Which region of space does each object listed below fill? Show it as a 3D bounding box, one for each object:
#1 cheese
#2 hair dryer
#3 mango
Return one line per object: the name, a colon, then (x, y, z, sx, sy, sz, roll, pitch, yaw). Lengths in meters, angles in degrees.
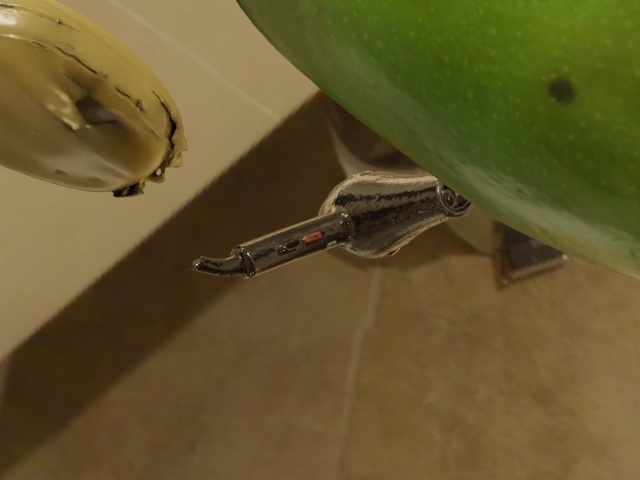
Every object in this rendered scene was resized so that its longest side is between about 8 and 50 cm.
cheese: (-0.298, -0.155, 1.394, 0.259, 0.316, 0.128, -27, 38, 52)
hair dryer: (0.000, 0.000, 1.188, 0.235, 0.272, 0.091, -13, 99, 61)
mango: (0.113, -0.103, 0.577, 0.382, 0.225, 0.201, 23, 92, 26)
